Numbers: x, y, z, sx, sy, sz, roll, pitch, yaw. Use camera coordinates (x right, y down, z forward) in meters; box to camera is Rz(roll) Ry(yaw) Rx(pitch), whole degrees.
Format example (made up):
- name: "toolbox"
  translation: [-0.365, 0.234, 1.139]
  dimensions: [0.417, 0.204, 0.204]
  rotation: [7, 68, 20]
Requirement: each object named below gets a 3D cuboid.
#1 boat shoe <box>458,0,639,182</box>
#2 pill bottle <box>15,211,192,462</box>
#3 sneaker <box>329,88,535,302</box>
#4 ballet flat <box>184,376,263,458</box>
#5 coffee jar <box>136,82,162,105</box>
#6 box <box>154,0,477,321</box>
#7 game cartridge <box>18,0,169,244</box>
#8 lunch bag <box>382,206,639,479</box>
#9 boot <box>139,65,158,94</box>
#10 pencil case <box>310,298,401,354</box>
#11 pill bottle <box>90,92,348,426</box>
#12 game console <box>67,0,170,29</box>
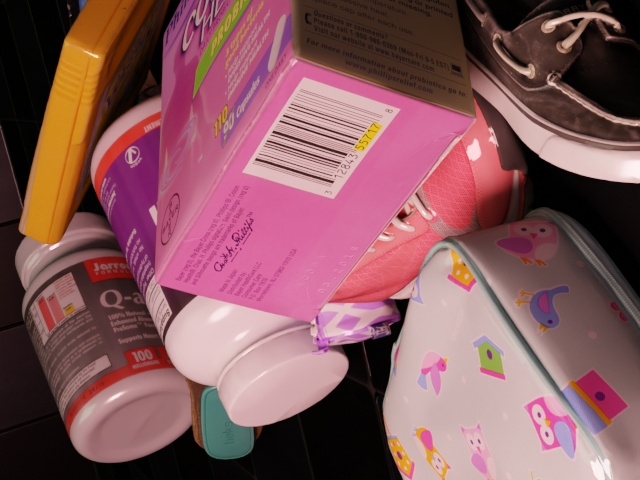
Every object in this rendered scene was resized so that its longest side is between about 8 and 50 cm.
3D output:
- name: "boat shoe"
  translation: [0.135, -0.101, 0.689]
  dimensions: [0.219, 0.078, 0.070]
  rotation: [-132, 31, -52]
- name: "pill bottle"
  translation: [-0.338, 0.142, 1.905]
  dimensions: [0.363, 0.210, 0.210]
  rotation: [59, 155, 32]
- name: "sneaker"
  translation: [0.048, -0.012, 0.896]
  dimensions: [0.116, 0.136, 0.314]
  rotation: [66, 158, 15]
- name: "ballet flat"
  translation: [-0.114, 0.131, 1.503]
  dimensions: [0.342, 0.116, 0.124]
  rotation: [92, 172, -49]
- name: "coffee jar"
  translation: [-0.192, -0.109, 1.516]
  dimensions: [0.184, 0.079, 0.096]
  rotation: [116, 138, -62]
- name: "box"
  translation: [-0.016, -0.112, 0.806]
  dimensions: [0.213, 0.117, 0.243]
  rotation: [-53, 30, 43]
- name: "game cartridge"
  translation: [-0.214, -0.186, 1.269]
  dimensions: [0.324, 0.052, 0.285]
  rotation: [124, 169, -53]
- name: "lunch bag"
  translation: [0.143, 0.135, 0.811]
  dimensions: [0.224, 0.108, 0.279]
  rotation: [56, 155, 32]
- name: "boot"
  translation: [-0.250, -0.268, 1.575]
  dimensions: [0.197, 0.073, 0.152]
  rotation: [153, 109, -76]
- name: "pencil case"
  translation: [0.000, 0.000, 1.100]
  dimensions: [0.206, 0.088, 0.086]
  rotation: [70, 157, 10]
- name: "pill bottle"
  translation: [-0.096, 0.015, 1.223]
  dimensions: [0.323, 0.181, 0.181]
  rotation: [61, 156, 28]
- name: "game console"
  translation: [-0.222, -0.276, 1.402]
  dimensions: [0.107, 0.122, 0.071]
  rotation: [8, 114, 67]
